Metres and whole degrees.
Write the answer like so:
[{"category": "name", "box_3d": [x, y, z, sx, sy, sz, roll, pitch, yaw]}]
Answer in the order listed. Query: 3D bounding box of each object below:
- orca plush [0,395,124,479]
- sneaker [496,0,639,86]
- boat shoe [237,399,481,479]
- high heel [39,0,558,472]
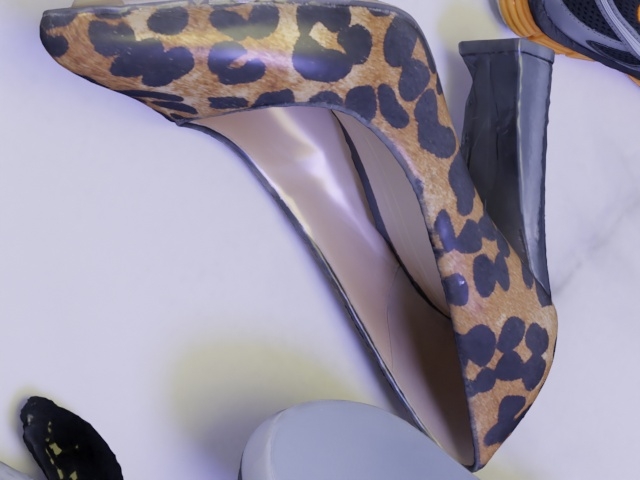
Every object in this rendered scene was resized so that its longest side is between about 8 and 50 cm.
[{"category": "orca plush", "box_3d": [-0.123, 0.105, 0.642, 0.151, 0.102, 0.287, -43, 114, -26]}, {"category": "sneaker", "box_3d": [0.182, -0.103, 0.859, 0.215, 0.083, 0.084, 7, 86, -36]}, {"category": "boat shoe", "box_3d": [0.041, 0.131, 0.776, 0.228, 0.076, 0.080, 23, 51, -40]}, {"category": "high heel", "box_3d": [0.000, 0.000, 0.730, 0.261, 0.093, 0.186, 6, 87, -40]}]
